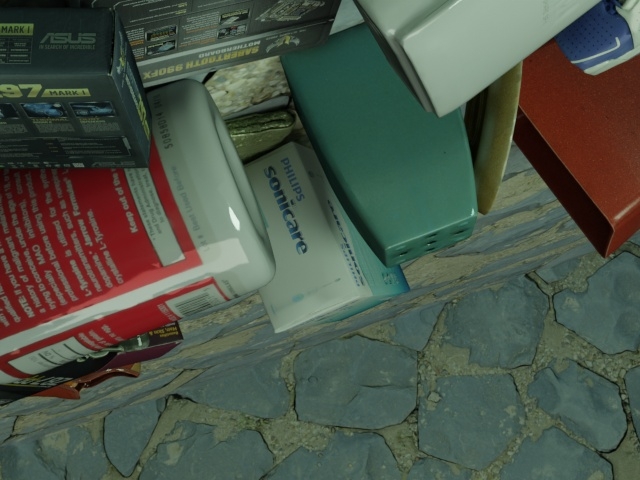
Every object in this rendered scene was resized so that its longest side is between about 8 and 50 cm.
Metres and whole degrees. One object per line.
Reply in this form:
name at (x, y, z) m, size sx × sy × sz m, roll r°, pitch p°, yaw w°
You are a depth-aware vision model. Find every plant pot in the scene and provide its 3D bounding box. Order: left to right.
plant pot at (0.080, -0.102, 0.992) m, size 0.165 × 0.234 × 0.166 m, roll -21°, pitch 165°, yaw 0°
plant pot at (0.196, -0.149, 1.052) m, size 0.032 × 0.236 × 0.236 m, roll 7°, pitch 164°, yaw 1°
plant pot at (0.412, -0.166, 1.226) m, size 0.236 × 0.267 × 0.267 m, roll -36°, pitch 164°, yaw 7°

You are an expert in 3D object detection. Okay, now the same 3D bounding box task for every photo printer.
photo printer at (0.171, -0.238, 0.672) m, size 0.307 × 0.107 × 0.256 m, roll -37°, pitch 168°, yaw 7°

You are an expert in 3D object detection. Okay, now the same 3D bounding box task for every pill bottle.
pill bottle at (-0.270, 0.008, 0.915) m, size 0.407 × 0.229 × 0.229 m, roll -21°, pitch 166°, yaw 1°

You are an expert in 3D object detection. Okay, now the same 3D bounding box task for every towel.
towel at (-0.106, -0.117, 1.093) m, size 0.148 × 0.027 × 0.110 m, roll -16°, pitch 166°, yaw -19°

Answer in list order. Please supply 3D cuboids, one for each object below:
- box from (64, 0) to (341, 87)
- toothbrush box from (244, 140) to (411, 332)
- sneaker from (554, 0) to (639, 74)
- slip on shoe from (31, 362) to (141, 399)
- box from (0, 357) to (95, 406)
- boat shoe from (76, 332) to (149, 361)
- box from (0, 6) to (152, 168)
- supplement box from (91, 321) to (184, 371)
box at (-0.090, -0.206, 0.734) m, size 0.231 × 0.056 × 0.183 m, roll -17°, pitch 166°, yaw -15°
toothbrush box at (0.000, 0.000, 1.235) m, size 0.126 × 0.216 × 0.295 m, roll -25°, pitch 172°, yaw 15°
sneaker at (0.331, -0.309, 0.849) m, size 0.315 × 0.127 × 0.182 m, roll -39°, pitch 154°, yaw 33°
slip on shoe at (-0.521, 0.277, 1.804) m, size 0.331 × 0.101 × 0.123 m, roll -15°, pitch 166°, yaw -15°
box at (-0.503, 0.183, 1.495) m, size 0.318 × 0.097 × 0.395 m, roll -19°, pitch 166°, yaw 4°
boat shoe at (-0.298, 0.118, 1.118) m, size 0.219 × 0.070 × 0.078 m, roll -9°, pitch -168°, yaw 42°
box at (-0.260, -0.113, 0.699) m, size 0.232 × 0.059 × 0.183 m, roll -1°, pitch 164°, yaw -2°
supplement box at (-0.275, 0.073, 1.223) m, size 0.104 × 0.188 × 0.081 m, roll -8°, pitch 161°, yaw -42°
